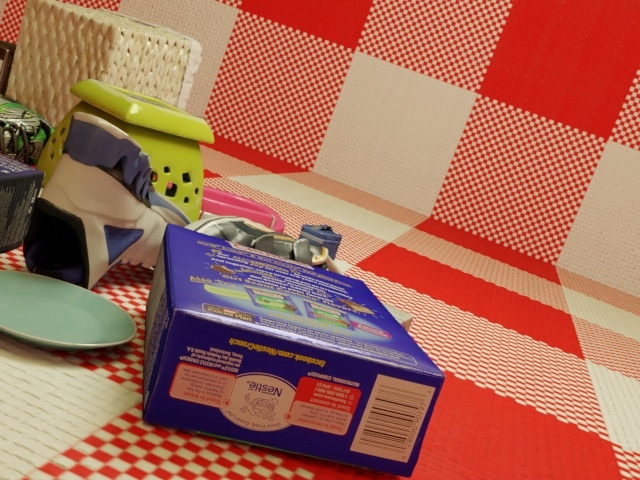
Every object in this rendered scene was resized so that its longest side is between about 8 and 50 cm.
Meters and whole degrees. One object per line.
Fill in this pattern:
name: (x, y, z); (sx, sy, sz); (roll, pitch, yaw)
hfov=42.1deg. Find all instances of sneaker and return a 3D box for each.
sneaker: (-0.280, -0.009, 1.055); (0.127, 0.182, 0.315); (26, -18, 19)
sneaker: (-0.071, 0.043, 1.167); (0.127, 0.126, 0.321); (20, 7, 33)
sneaker: (-0.568, -0.199, 1.468); (0.146, 0.134, 0.343); (22, 10, 8)

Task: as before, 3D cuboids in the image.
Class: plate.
plate: (-0.284, 0.077, 0.860); (0.188, 0.024, 0.188); (20, 9, -4)

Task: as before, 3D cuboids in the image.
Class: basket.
basket: (-0.505, -0.361, 1.907); (0.328, 0.331, 0.266); (25, 13, 27)

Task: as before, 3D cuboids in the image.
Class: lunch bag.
lunch bag: (0.000, 0.000, 1.708); (0.067, 0.065, 0.098); (26, 12, 29)

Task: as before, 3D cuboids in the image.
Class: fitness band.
fitness band: (-0.207, -0.070, 1.719); (0.291, 0.054, 0.209); (15, 11, -32)

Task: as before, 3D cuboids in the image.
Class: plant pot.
plant pot: (-0.336, -0.155, 1.477); (0.227, 0.207, 0.228); (28, 12, 40)

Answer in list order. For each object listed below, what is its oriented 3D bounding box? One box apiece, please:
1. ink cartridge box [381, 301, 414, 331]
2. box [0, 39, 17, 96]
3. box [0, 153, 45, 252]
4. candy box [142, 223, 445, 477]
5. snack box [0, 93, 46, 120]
ink cartridge box: (0.077, 0.124, 1.233); (0.089, 0.052, 0.122); (23, 9, 18)
box: (-0.759, -0.386, 1.991); (0.167, 0.168, 0.203); (23, 10, 19)
box: (-0.450, -0.052, 0.983); (0.153, 0.108, 0.207); (21, 10, 2)
candy box: (-0.050, 0.104, 0.895); (0.268, 0.122, 0.317); (16, 12, -15)
snack box: (-0.713, -0.272, 1.757); (0.207, 0.070, 0.174); (27, 11, 38)
